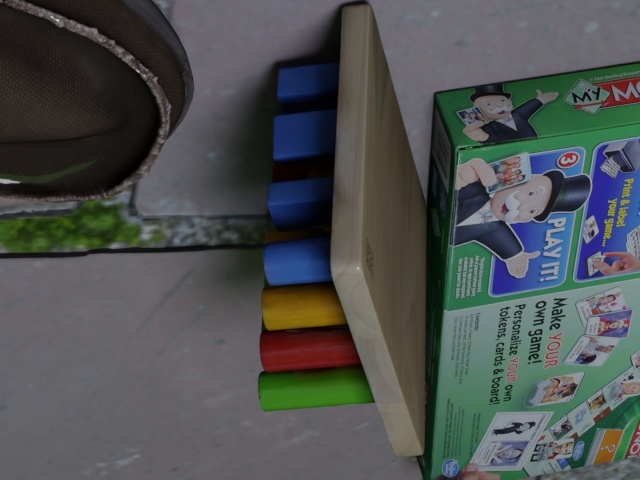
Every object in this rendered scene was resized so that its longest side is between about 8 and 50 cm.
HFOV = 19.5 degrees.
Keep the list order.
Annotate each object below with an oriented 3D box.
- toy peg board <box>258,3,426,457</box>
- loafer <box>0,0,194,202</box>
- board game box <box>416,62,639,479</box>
[{"bbox_3d":[0.000,0.000,0.911,0.079,0.161,0.160,-6,142,11],"label":"toy peg board"},{"bbox_3d":[-0.216,-0.073,0.764,0.366,0.130,0.134,14,132,-31],"label":"loafer"},{"bbox_3d":[0.166,0.026,1.074,0.213,0.046,0.317,-10,140,-9],"label":"board game box"}]
